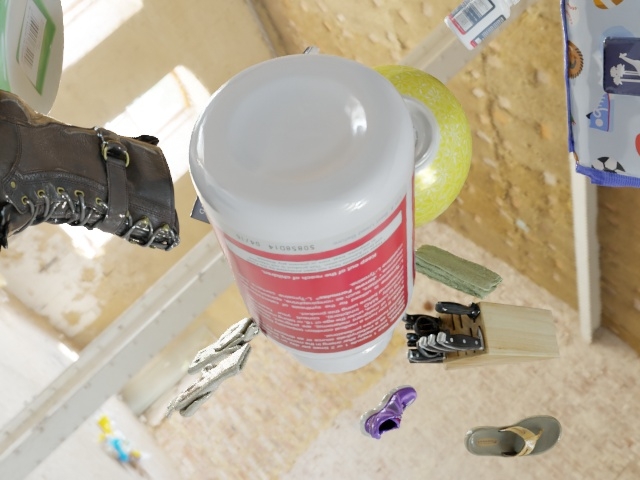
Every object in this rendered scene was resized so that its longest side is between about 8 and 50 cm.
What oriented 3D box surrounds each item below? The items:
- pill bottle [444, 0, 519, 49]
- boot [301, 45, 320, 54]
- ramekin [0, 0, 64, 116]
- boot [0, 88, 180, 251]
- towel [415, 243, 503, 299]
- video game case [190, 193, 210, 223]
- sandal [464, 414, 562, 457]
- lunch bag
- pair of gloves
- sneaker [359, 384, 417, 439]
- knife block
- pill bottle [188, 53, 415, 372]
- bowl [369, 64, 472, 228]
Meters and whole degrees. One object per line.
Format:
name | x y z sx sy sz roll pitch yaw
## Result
pill bottle | 0.413 -0.578 1.815 0.108 0.180 0.108 43 21 -21
boot | -0.087 -0.356 1.543 0.086 0.190 0.069 37 0 -1
ramekin | -0.510 -0.314 1.118 0.148 0.303 0.303 6 -11 -2
boot | -0.230 -0.033 0.666 0.229 0.091 0.263 21 46 -37
towel | 0.214 0.047 1.161 0.148 0.027 0.110 24 21 20
video game case | -0.127 -0.088 1.588 0.274 0.196 0.026 20 28 -9
sandal | 0.358 0.369 1.335 0.049 0.180 0.072 24 59 -84
lunch bag | 0.479 -0.236 0.824 0.239 0.385 0.328 -68 149 -57
pair of gloves | -0.186 0.234 1.354 0.042 0.204 0.240 49 19 -11
sneaker | 0.164 0.392 1.621 0.071 0.170 0.068 18 -48 45
knife block | 0.270 0.151 1.183 0.242 0.275 0.088 76 8 -73
pill bottle | 0.000 0.000 0.867 0.229 0.229 0.408 41 -20 28
bowl | 0.117 -0.160 1.171 0.289 0.289 0.156 46 -2 1
